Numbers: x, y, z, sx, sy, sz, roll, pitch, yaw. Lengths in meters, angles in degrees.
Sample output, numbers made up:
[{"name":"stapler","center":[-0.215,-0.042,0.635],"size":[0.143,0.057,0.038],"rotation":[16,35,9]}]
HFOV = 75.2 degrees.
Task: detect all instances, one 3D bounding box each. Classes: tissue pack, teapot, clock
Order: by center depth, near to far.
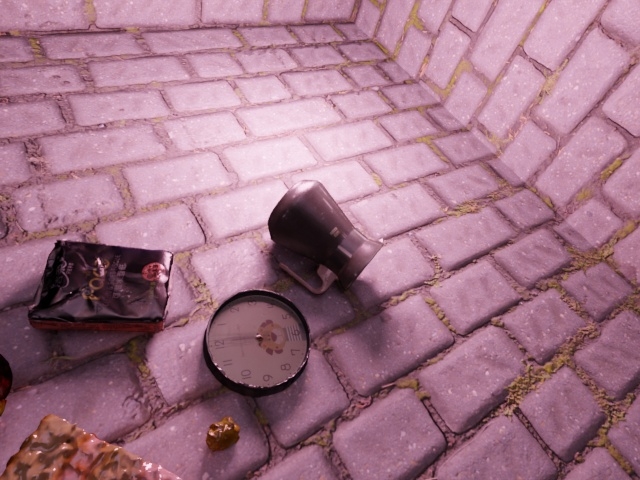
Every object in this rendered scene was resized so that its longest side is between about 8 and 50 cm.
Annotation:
[{"name":"tissue pack","center":[-0.577,0.129,1.131],"size":[0.332,0.123,0.245],"rotation":[5,49,-14]},{"name":"clock","center":[-0.174,0.279,1.184],"size":[0.312,0.061,0.313],"rotation":[10,50,-12]},{"name":"teapot","center":[0.000,0.000,1.366],"size":[0.344,0.253,0.300],"rotation":[39,84,8]}]

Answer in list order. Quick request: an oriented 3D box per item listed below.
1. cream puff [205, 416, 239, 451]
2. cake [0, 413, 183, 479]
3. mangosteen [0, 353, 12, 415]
[{"name":"cream puff","center":[-0.241,0.472,1.015],"size":[0.058,0.083,0.083],"rotation":[6,50,42]},{"name":"cake","center":[-0.437,0.531,0.753],"size":[0.306,0.293,0.314],"rotation":[26,53,-4]},{"name":"mangosteen","center":[-0.762,0.319,0.874],"size":[0.209,0.210,0.210],"rotation":[9,50,-11]}]
